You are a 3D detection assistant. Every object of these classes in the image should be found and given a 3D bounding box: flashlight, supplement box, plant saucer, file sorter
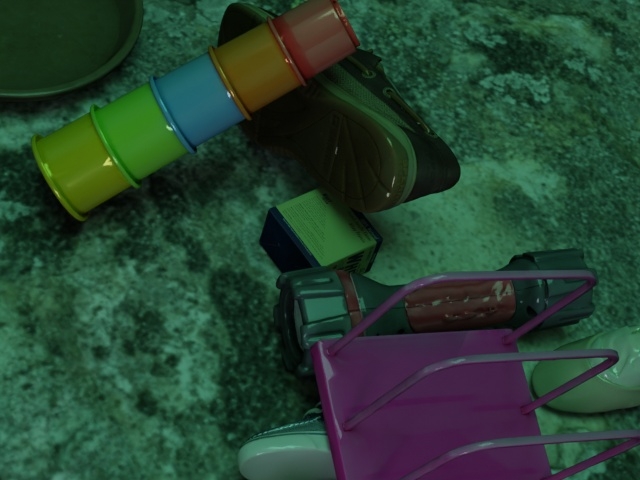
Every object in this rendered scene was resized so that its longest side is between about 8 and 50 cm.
[{"bbox_3d":[0.113,0.060,1.180,0.304,0.103,0.103,-7,37,-16],"label":"flashlight"},{"bbox_3d":[0.000,0.000,1.228,0.083,0.056,0.083,-25,64,-29],"label":"supplement box"},{"bbox_3d":[-0.329,-0.246,1.334,0.278,0.041,0.278,7,52,-10],"label":"plant saucer"},{"bbox_3d":[0.144,0.185,1.001,0.202,0.182,0.291,-1,66,-26],"label":"file sorter"}]

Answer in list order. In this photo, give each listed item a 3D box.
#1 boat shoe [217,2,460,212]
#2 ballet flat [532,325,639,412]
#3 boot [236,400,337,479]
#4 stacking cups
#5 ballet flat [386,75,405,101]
[{"bbox_3d":[0.014,-0.142,1.278,0.123,0.123,0.342,-8,35,-36],"label":"boat shoe"},{"bbox_3d":[0.326,0.111,1.217,0.248,0.086,0.086,-6,56,-18],"label":"ballet flat"},{"bbox_3d":[0.010,0.164,1.110,0.190,0.069,0.086,2,48,-24],"label":"boot"},{"bbox_3d":[-0.117,-0.139,1.181,0.316,0.096,0.096,-31,63,4],"label":"stacking cups"},{"bbox_3d":[0.042,-0.169,1.362,0.213,0.072,0.068,49,27,18],"label":"ballet flat"}]
